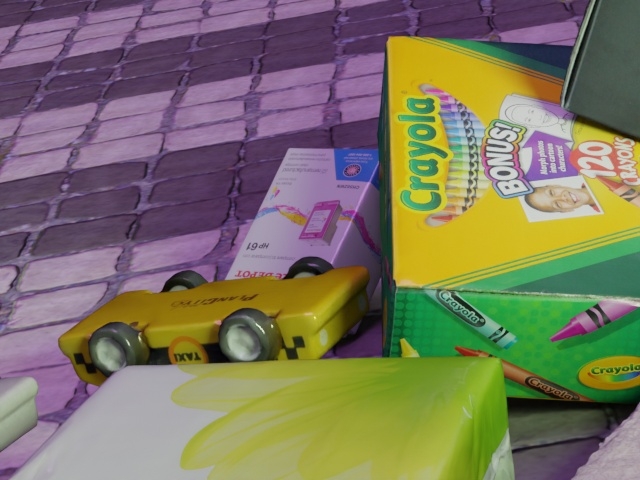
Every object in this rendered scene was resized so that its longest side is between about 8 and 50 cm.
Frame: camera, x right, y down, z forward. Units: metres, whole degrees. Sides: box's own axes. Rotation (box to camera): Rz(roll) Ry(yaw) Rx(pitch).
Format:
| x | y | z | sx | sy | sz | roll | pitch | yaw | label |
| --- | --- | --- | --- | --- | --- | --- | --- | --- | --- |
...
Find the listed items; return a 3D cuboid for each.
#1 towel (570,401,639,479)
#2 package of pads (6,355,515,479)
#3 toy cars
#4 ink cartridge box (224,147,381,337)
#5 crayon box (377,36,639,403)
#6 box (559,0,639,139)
| x | y | z | sx | sy | sz | roll | pitch | yaw | label |
| --- | --- | --- | --- | --- | --- | --- | --- | --- | --- |
| 0.217 | 0.121 | 0.969 | 0.187 | 0.049 | 0.282 | 1 | 22 | 31 | towel |
| -0.050 | 0.154 | 0.944 | 0.229 | 0.101 | 0.296 | -2 | 19 | 20 | package of pads |
| -0.155 | 0.103 | 1.189 | 0.394 | 0.087 | 0.176 | -18 | 14 | -10 | toy cars |
| 0.000 | 0.000 | 1.352 | 0.088 | 0.052 | 0.122 | 3 | 58 | 39 | ink cartridge box |
| 0.120 | -0.020 | 1.218 | 0.165 | 0.081 | 0.278 | 3 | 36 | -2 | crayon box |
| 0.369 | -0.159 | 1.253 | 0.343 | 0.179 | 0.312 | 22 | 35 | 13 | box |
